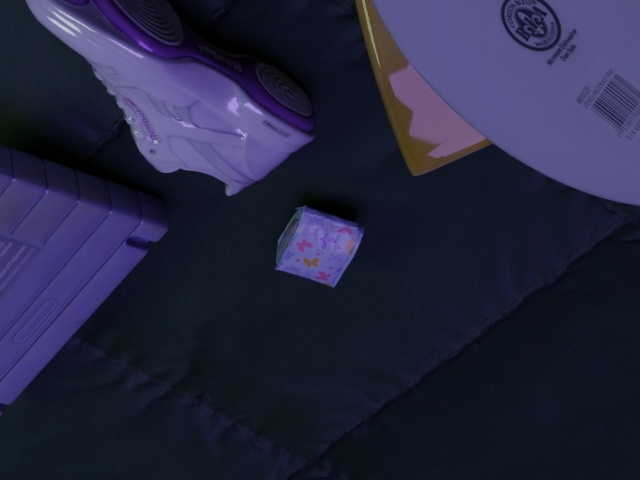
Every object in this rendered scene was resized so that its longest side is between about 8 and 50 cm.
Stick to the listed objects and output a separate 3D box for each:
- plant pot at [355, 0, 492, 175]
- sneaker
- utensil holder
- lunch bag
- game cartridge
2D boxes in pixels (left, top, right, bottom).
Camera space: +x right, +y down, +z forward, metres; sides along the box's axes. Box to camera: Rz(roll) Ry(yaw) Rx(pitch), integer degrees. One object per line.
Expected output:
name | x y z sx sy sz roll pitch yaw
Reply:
plant pot | 0.132 -0.215 1.315 0.212 0.212 0.187 -24 116 19
sneaker | -0.154 -0.137 1.424 0.305 0.114 0.152 32 122 -26
utensil holder | 0.254 -0.264 1.069 0.328 0.385 0.327 35 159 16
lunch bag | 0.000 0.000 1.592 0.071 0.053 0.083 16 139 -13
game cartridge | -0.347 0.049 1.582 0.230 0.068 0.355 23 126 -34
